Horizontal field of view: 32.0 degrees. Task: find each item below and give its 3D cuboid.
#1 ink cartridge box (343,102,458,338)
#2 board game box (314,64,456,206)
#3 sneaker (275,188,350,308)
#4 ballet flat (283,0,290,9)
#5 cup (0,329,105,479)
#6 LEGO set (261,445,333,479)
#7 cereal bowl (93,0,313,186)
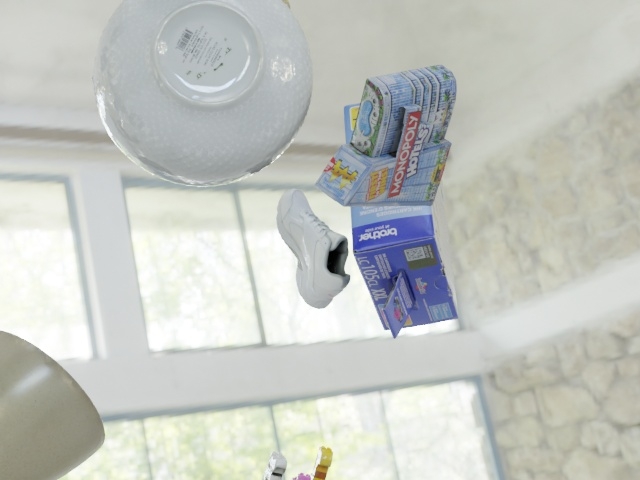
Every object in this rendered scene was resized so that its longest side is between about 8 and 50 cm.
[{"bbox_3d":[0.146,-0.025,1.987,0.151,0.395,0.270,-11,-37,10],"label":"ink cartridge box"},{"bbox_3d":[0.090,-0.120,1.457,0.194,0.060,0.194,-19,-46,-41],"label":"board game box"},{"bbox_3d":[0.000,0.000,2.014,0.115,0.232,0.090,-33,-21,34],"label":"sneaker"},{"bbox_3d":[-0.232,-0.428,2.231,0.349,0.123,0.123,-6,-13,17],"label":"ballet flat"},{"bbox_3d":[-0.619,0.370,2.151,0.331,0.331,0.237,-32,13,51],"label":"cup"},{"bbox_3d":[-0.018,0.361,1.698,0.087,0.093,0.227,16,0,-14],"label":"LEGO set"},{"bbox_3d":[-0.170,-0.256,1.666,0.339,0.338,0.141,-9,-6,-11],"label":"cereal bowl"}]
